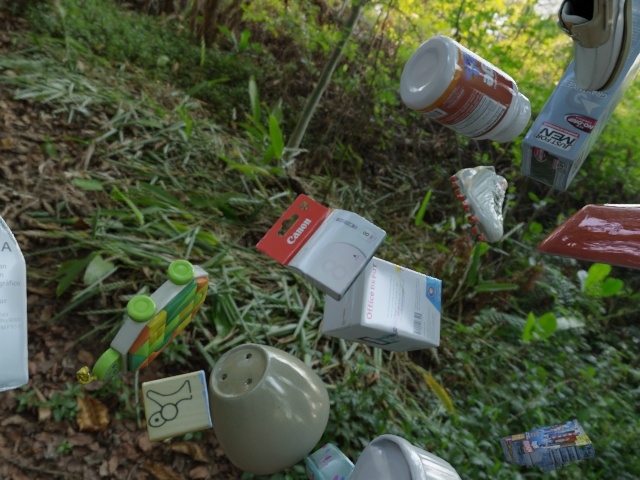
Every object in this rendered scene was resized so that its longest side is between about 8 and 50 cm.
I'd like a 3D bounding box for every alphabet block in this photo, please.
[{"bbox_3d":[-0.475,0.550,1.690,0.197,0.192,0.193,-9,-16,-14],"label":"alphabet block"}]

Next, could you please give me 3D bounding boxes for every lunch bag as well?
[{"bbox_3d":[0.070,0.669,1.288,0.279,0.108,0.224,59,-17,5],"label":"lunch bag"}]

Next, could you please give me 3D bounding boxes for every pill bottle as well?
[{"bbox_3d":[0.249,-0.243,0.849,0.216,0.121,0.121,16,20,-31],"label":"pill bottle"}]

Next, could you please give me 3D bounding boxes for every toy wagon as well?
[{"bbox_3d":[-0.384,0.200,1.129,0.068,0.267,0.344,34,51,7],"label":"toy wagon"}]

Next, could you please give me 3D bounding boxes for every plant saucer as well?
[{"bbox_3d":[0.362,0.000,0.413,0.259,0.047,0.259,-4,11,-39],"label":"plant saucer"}]

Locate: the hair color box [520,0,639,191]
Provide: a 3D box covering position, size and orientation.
[{"bbox_3d":[0.581,-0.313,1.094,0.114,0.374,0.185,30,-3,25],"label":"hair color box"}]

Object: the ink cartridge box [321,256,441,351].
[{"bbox_3d":[0.174,0.188,1.433,0.270,0.197,0.197,20,-25,-26],"label":"ink cartridge box"}]

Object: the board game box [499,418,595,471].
[{"bbox_3d":[0.528,0.492,1.189,0.194,0.194,0.060,12,61,-70],"label":"board game box"}]

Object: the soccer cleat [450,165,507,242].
[{"bbox_3d":[0.252,-0.066,0.768,0.196,0.076,0.068,-86,152,-59],"label":"soccer cleat"}]

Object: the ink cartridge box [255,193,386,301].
[{"bbox_3d":[0.000,0.000,1.127,0.233,0.189,0.066,34,-25,11],"label":"ink cartridge box"}]

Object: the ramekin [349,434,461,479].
[{"bbox_3d":[0.146,0.483,0.861,0.127,0.272,0.272,19,19,-14],"label":"ramekin"}]

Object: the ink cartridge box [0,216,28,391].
[{"bbox_3d":[-0.481,-0.003,0.648,0.308,0.384,0.091,-11,-12,39],"label":"ink cartridge box"}]

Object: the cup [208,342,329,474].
[{"bbox_3d":[-0.169,0.414,1.354,0.331,0.331,0.236,48,-13,50],"label":"cup"}]

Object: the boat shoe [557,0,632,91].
[{"bbox_3d":[0.459,-0.387,0.856,0.104,0.302,0.113,-17,42,0],"label":"boat shoe"}]
